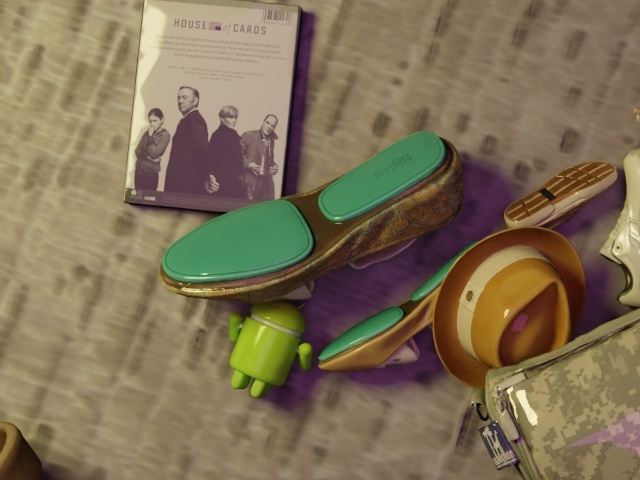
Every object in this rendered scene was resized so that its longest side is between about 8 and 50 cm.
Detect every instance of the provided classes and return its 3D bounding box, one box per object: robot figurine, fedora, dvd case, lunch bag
[{"bbox_3d":[-0.058,0.115,1.669,0.101,0.067,0.115,21,89,14],"label":"robot figurine"},{"bbox_3d":[0.215,0.083,1.621,0.194,0.079,0.194,-7,112,-19],"label":"fedora"},{"bbox_3d":[-0.120,-0.151,1.698,0.179,0.029,0.239,6,88,2],"label":"dvd case"},{"bbox_3d":[0.337,0.189,1.544,0.305,0.212,0.256,-27,105,10],"label":"lunch bag"}]

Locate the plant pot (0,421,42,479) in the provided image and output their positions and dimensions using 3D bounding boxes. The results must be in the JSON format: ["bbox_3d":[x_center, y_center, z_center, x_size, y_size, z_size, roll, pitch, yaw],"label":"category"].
[{"bbox_3d":[-0.367,0.358,1.604,0.263,0.263,0.229,-32,107,1],"label":"plant pot"}]

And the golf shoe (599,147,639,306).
[{"bbox_3d":[0.344,-0.011,1.662,0.086,0.069,0.176,-13,87,7],"label":"golf shoe"}]

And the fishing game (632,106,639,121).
[{"bbox_3d":[0.448,-0.235,1.678,0.189,0.041,0.264,13,83,-5],"label":"fishing game"}]

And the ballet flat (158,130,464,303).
[{"bbox_3d":[0.000,0.000,1.648,0.348,0.123,0.123,-25,88,-3],"label":"ballet flat"}]

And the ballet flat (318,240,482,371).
[{"bbox_3d":[0.107,0.092,1.662,0.232,0.080,0.073,-35,99,1],"label":"ballet flat"}]

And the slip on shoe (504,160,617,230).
[{"bbox_3d":[0.268,-0.041,1.678,0.135,0.051,0.041,-31,127,-7],"label":"slip on shoe"}]
